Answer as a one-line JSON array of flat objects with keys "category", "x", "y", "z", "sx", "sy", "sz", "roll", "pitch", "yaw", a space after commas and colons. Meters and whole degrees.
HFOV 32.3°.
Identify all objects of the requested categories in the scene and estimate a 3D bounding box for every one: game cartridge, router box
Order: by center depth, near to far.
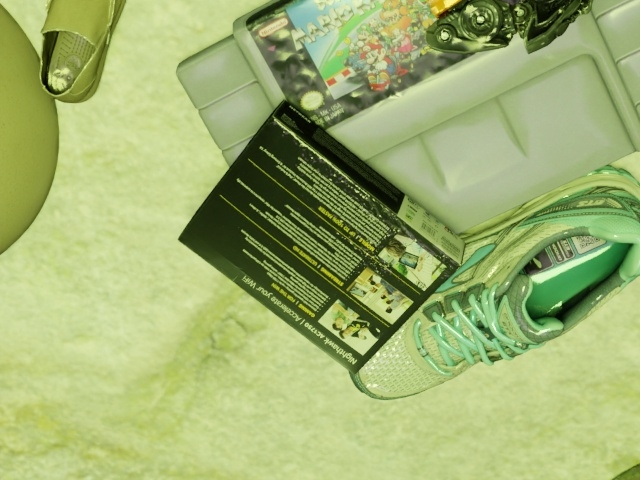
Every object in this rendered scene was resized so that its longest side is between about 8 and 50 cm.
[{"category": "game cartridge", "x": 0.092, "y": -0.121, "z": 0.845, "sx": 0.355, "sy": 0.068, "sz": 0.230, "roll": -26, "pitch": 111, "yaw": 13}, {"category": "router box", "x": 0.000, "y": 0.000, "z": 0.845, "sx": 0.179, "sy": 0.046, "sz": 0.133, "roll": 38, "pitch": 116, "yaw": -6}]

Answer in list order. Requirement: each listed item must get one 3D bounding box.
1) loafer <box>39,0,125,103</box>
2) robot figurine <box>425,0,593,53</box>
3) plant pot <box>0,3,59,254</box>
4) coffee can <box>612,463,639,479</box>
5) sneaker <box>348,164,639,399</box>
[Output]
[{"category": "loafer", "x": -0.182, "y": -0.171, "z": 0.847, "sx": 0.056, "sy": 0.050, "sz": 0.148, "roll": 12, "pitch": 112, "yaw": -1}, {"category": "robot figurine", "x": 0.149, "y": -0.247, "z": 0.697, "sx": 0.291, "sy": 0.085, "sz": 0.211, "roll": -29, "pitch": 89, "yaw": 16}, {"category": "plant pot", "x": -0.360, "y": -0.065, "z": 0.827, "sx": 0.284, "sy": 0.191, "sz": 0.284, "roll": 1, "pitch": 111, "yaw": 3}, {"category": "coffee can", "x": 0.354, "y": 0.340, "z": 0.927, "sx": 0.201, "sy": 0.201, "sz": 0.275, "roll": -29, "pitch": 106, "yaw": 14}, {"category": "sneaker", "x": 0.134, "y": 0.044, "z": 0.869, "sx": 0.283, "sy": 0.122, "sz": 0.110, "roll": -36, "pitch": 105, "yaw": 16}]
